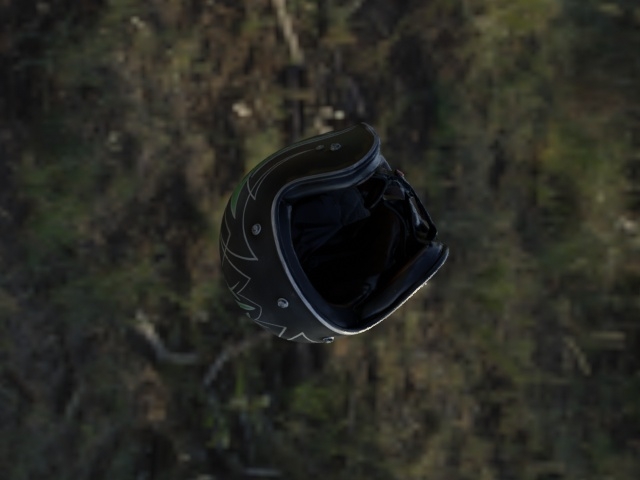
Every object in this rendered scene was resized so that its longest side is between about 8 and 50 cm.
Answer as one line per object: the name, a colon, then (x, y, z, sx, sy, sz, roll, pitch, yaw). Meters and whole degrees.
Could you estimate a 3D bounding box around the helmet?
helmet: (0.000, 0.000, 1.369, 0.169, 0.162, 0.169, 56, -1, 2)
